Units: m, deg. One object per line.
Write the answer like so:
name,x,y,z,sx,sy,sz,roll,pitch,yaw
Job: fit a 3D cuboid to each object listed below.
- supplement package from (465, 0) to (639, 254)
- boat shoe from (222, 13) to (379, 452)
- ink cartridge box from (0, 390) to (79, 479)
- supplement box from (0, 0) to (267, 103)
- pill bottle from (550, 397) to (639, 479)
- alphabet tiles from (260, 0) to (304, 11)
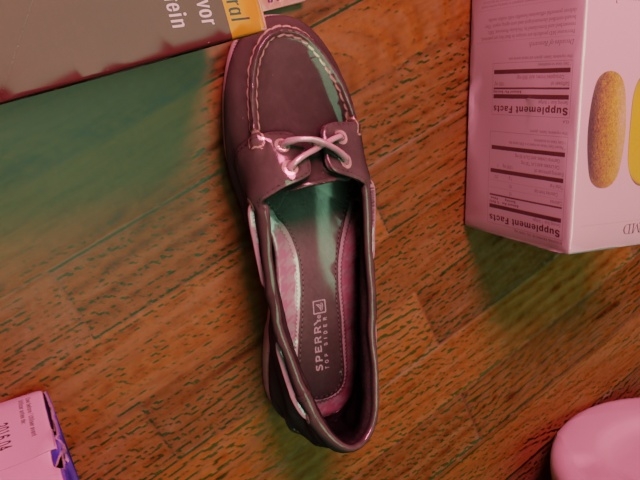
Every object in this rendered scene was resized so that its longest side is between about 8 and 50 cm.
supplement package,0.218,-0.124,0.593,0.139,0.134,0.243,-7,104,-24
boat shoe,0.000,0.000,0.534,0.112,0.095,0.335,-12,106,-24
ink cartridge box,-0.246,0.230,0.363,0.396,0.270,0.151,-18,110,-22
supplement box,-0.161,-0.182,0.389,0.194,0.129,0.191,-21,109,-16
pill bottle,0.362,0.384,0.723,0.224,0.224,0.391,-17,107,-22
alphabet tiles,-0.068,-0.260,0.494,0.237,0.009,0.198,-20,109,-21
